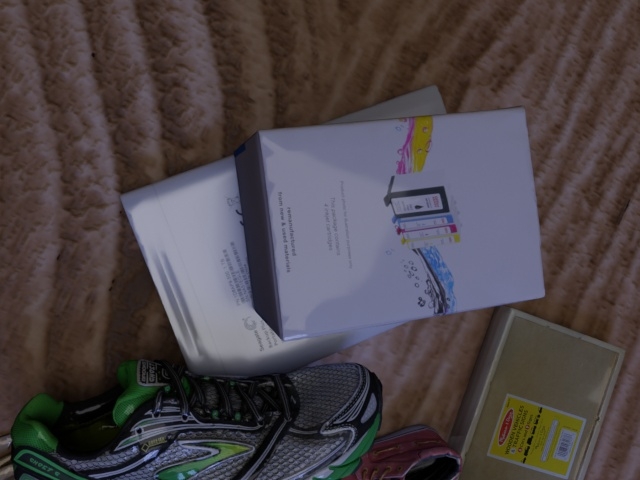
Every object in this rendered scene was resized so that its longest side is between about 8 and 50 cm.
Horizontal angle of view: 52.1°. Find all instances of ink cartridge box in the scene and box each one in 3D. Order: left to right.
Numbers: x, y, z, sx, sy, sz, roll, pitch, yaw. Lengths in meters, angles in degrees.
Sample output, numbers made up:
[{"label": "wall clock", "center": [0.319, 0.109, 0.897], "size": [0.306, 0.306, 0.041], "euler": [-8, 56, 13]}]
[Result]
[{"label": "ink cartridge box", "center": [0.053, -0.020, 0.602], "size": [0.232, 0.171, 0.168], "euler": [-7, 93, -14]}]

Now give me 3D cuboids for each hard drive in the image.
[{"label": "hard drive", "center": [0.000, 0.000, 0.702], "size": [0.353, 0.047, 0.233], "euler": [-21, 97, -12]}]

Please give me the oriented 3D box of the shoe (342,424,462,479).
[{"label": "shoe", "center": [0.063, 0.257, 0.708], "size": [0.178, 0.081, 0.064], "euler": [-18, 96, -12]}]

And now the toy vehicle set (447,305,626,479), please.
[{"label": "toy vehicle set", "center": [0.244, 0.227, 0.775], "size": [0.166, 0.035, 0.267], "euler": [21, 87, -13]}]

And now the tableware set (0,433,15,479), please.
[{"label": "tableware set", "center": [-0.344, 0.268, 0.630], "size": [0.194, 0.039, 0.128], "euler": [-17, 96, -12]}]

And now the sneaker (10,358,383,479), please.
[{"label": "sneaker", "center": [-0.108, 0.173, 0.590], "size": [0.343, 0.134, 0.146], "euler": [-14, 115, -7]}]
